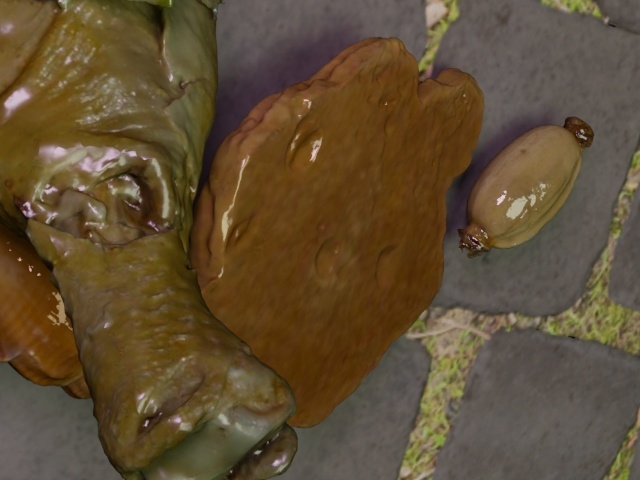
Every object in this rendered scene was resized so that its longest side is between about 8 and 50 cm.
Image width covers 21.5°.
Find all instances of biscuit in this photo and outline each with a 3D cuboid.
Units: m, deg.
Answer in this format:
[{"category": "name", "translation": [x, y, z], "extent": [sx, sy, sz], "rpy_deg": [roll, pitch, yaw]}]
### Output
[{"category": "biscuit", "translation": [-0.004, -0.001, 1.200], "extent": [0.376, 0.051, 0.269], "rpy_deg": [-45, 141, -29]}]

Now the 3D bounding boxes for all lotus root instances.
[{"category": "lotus root", "translation": [0.157, -0.039, 1.328], "extent": [0.150, 0.062, 0.073], "rpy_deg": [-45, 153, -15]}]

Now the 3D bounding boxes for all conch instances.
[{"category": "conch", "translation": [-0.221, -0.003, 1.058], "extent": [0.109, 0.093, 0.330], "rpy_deg": [-31, 112, 18]}]

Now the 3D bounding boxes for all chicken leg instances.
[{"category": "chicken leg", "translation": [-0.112, -0.020, 0.930], "extent": [0.201, 0.429, 0.152], "rpy_deg": [-2, 137, -25]}]

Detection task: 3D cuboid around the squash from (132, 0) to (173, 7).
[{"category": "squash", "translation": [-0.180, -0.263, 0.930], "extent": [0.237, 0.155, 0.204], "rpy_deg": [11, 113, -16]}]
